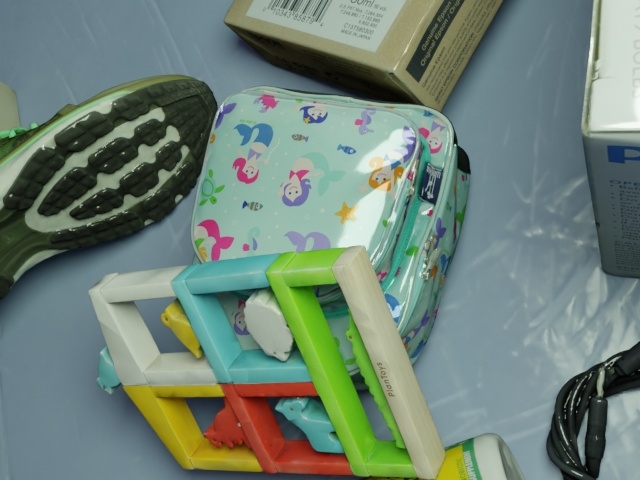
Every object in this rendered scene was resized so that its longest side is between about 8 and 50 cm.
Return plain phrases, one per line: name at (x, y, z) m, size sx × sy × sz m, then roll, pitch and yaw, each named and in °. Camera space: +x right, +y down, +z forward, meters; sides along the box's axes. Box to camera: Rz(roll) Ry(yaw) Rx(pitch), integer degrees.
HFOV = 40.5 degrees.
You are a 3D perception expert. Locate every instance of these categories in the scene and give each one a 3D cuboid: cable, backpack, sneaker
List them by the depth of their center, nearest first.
cable at (0.265, 0.174, 0.672) m, size 0.151 × 0.047 × 0.184 m, roll -31°, pitch 69°, yaw 10°
backpack at (0.000, 0.000, 0.746) m, size 0.225 × 0.191 × 0.253 m, roll 12°, pitch 86°, yaw 22°
sneaker at (-0.301, -0.073, 0.875) m, size 0.411 × 0.158 × 0.182 m, roll -29°, pitch 50°, yaw -6°

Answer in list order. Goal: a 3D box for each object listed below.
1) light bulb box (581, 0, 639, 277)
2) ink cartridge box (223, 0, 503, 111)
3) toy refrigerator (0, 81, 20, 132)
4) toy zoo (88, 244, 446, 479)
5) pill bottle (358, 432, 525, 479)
light bulb box at (0.303, -0.173, 0.576) m, size 0.225 × 0.361 × 0.357 m, roll 2°, pitch 77°, yaw 20°
ink cartridge box at (0.049, -0.241, 0.806) m, size 0.235 × 0.088 × 0.193 m, roll 26°, pitch 86°, yaw 40°
toy refrigerator at (-0.484, -0.102, 0.988) m, size 0.270 × 0.102 × 0.094 m, roll -19°, pitch 71°, yaw 14°
toy zoo at (-0.065, 0.105, 0.691) m, size 0.293 × 0.030 × 0.192 m, roll -8°, pitch 116°, yaw 32°
pill bottle at (0.065, 0.241, 0.689) m, size 0.209 × 0.117 × 0.117 m, roll -24°, pitch 69°, yaw 13°
